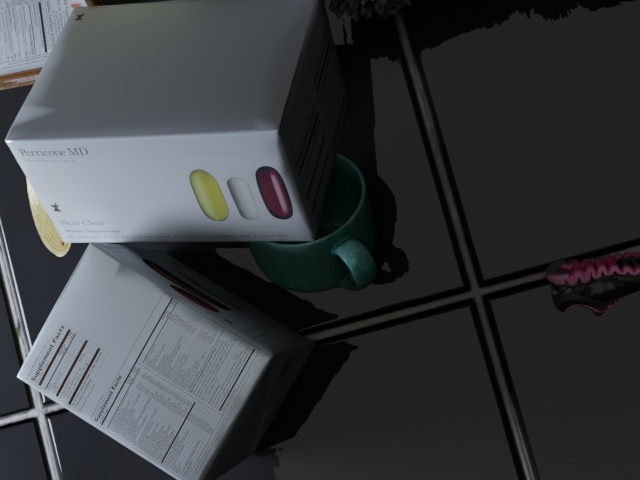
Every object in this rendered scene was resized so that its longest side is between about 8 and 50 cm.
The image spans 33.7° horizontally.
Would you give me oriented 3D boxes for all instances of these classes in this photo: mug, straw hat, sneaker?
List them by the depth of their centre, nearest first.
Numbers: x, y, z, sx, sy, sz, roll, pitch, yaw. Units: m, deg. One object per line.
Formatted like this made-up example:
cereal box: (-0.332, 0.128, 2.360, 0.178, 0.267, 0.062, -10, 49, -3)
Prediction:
sneaker: (0.284, 0.046, 1.041, 0.119, 0.047, 0.057, -5, 109, 12)
mug: (-0.009, -0.002, 1.046, 0.130, 0.097, 0.157, -8, 48, 8)
straw hat: (-0.265, -0.053, 1.137, 0.061, 0.144, 0.144, -11, 84, -31)

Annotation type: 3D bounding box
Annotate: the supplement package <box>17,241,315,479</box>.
supplement package: (-0.142, 0.116, 1.041, 0.203, 0.194, 0.149, 30, 93, 10)

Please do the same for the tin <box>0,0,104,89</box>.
tin: (-0.329, -0.228, 1.174, 0.190, 0.040, 0.106, -9, 90, 11)

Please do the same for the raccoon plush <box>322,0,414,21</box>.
raccoon plush: (0.111, -0.309, 0.896, 0.299, 0.446, 0.216, -5, 104, 29)

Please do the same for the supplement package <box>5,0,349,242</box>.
supplement package: (-0.127, -0.118, 1.017, 0.262, 0.145, 0.204, -1, 48, 16)
